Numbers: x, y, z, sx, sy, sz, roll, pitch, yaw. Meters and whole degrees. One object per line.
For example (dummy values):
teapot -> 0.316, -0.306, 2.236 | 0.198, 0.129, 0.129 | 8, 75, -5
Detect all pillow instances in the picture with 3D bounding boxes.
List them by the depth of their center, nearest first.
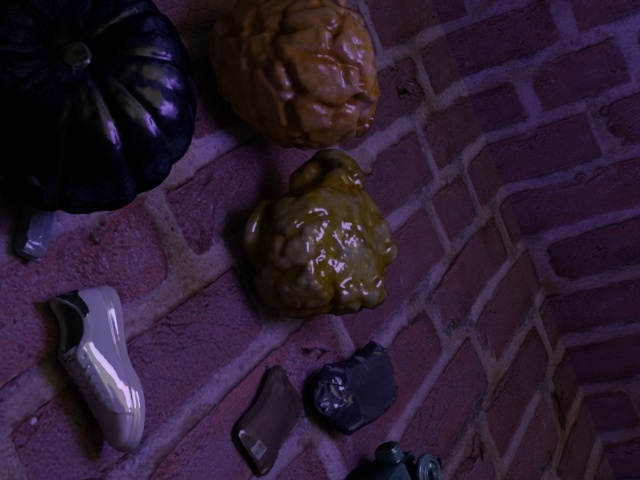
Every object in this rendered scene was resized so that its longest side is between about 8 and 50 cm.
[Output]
pillow -> -0.094, 0.348, 1.821 | 0.130, 0.033, 0.217 | 62, 32, -23
pillow -> 0.083, 0.323, 2.064 | 0.335, 0.092, 0.161 | -17, 84, -59

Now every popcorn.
popcorn -> 0.012, 0.003, 1.922 | 0.334, 0.293, 0.292 | -57, 157, -52
popcorn -> -0.054, -0.356, 1.939 | 0.390, 0.354, 0.344 | -94, -178, -62

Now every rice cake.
rice cake -> -0.435, -0.078, 1.473 | 0.045, 0.042, 0.245 | 33, 49, -41

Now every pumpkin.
pumpkin -> -0.361, -0.217, 1.372 | 0.266, 0.363, 0.363 | 119, -35, -71

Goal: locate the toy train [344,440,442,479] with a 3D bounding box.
toy train -> 0.176, 0.593, 2.017 | 0.238, 0.167, 0.299 | -32, 102, -53

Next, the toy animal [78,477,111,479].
toy animal -> -0.348, 0.420, 1.215 | 0.326, 0.237, 0.269 | -55, 131, -59

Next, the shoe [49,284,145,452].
shoe -> -0.351, 0.197, 1.433 | 0.110, 0.095, 0.265 | 5, 66, -52
